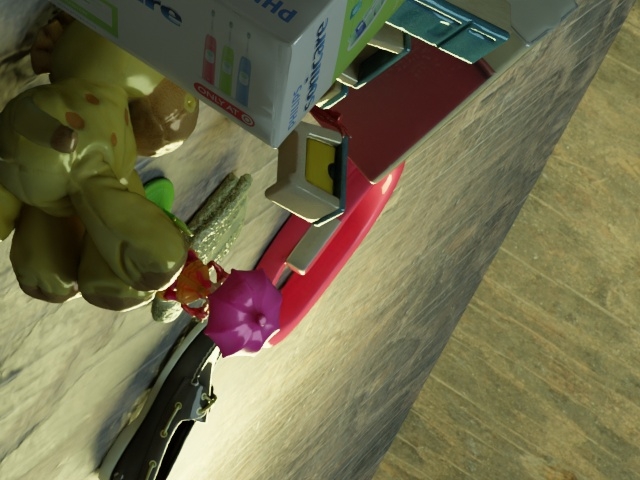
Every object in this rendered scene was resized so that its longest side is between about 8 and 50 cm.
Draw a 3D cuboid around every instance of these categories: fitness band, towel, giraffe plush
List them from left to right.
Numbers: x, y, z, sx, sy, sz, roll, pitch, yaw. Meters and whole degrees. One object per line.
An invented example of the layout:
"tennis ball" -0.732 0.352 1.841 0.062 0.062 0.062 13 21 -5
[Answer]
"giraffe plush" -0.154 -0.078 1.262 0.170 0.181 0.210 -60 137 -33
"towel" -0.116 0.007 1.843 0.148 0.027 0.110 -50 165 -27
"fitness band" 0.000 0.000 2.224 0.291 0.054 0.209 -51 169 -18

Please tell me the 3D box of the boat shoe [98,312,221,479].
"boat shoe" -0.153 0.182 2.044 0.227 0.069 0.081 -58 168 5

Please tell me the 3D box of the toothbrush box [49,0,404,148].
"toothbrush box" -0.024 -0.233 1.175 0.283 0.206 0.122 -51 167 -27

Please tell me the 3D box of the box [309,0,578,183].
"box" 0.111 -0.186 1.834 0.232 0.127 0.148 -42 179 34

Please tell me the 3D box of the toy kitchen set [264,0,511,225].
"toy kitchen set" 0.059 -0.122 1.680 0.207 0.122 0.166 -32 -133 46

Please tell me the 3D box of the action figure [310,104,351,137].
"action figure" -0.028 -0.158 1.530 0.091 0.139 0.280 -58 170 11

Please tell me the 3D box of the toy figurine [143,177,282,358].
"toy figurine" -0.106 0.045 1.669 0.130 0.159 0.173 -55 168 -6
